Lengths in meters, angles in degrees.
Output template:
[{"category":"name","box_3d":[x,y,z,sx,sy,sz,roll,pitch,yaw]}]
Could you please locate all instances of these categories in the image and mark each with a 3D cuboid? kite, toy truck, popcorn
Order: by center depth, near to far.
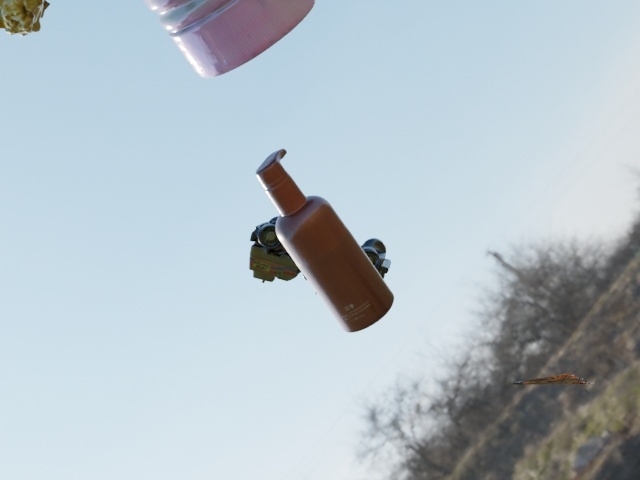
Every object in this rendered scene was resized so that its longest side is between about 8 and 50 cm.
[{"category":"popcorn","box_3d":[-0.352,-0.282,1.172,0.082,0.057,0.083,145,147,-73]},{"category":"kite","box_3d":[0.340,0.213,1.502,0.222,0.125,0.008,27,-120,-64]},{"category":"toy truck","box_3d":[-0.001,0.039,1.831,0.127,0.257,0.127,-43,-37,-80]}]

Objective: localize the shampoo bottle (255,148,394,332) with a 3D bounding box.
[{"category":"shampoo bottle","box_3d":[0.000,0.001,1.242,0.085,0.244,0.085,-30,17,10]}]

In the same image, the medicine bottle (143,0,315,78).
[{"category":"medicine bottle","box_3d":[-0.169,-0.396,1.303,0.202,0.316,0.202,-28,24,14]}]
